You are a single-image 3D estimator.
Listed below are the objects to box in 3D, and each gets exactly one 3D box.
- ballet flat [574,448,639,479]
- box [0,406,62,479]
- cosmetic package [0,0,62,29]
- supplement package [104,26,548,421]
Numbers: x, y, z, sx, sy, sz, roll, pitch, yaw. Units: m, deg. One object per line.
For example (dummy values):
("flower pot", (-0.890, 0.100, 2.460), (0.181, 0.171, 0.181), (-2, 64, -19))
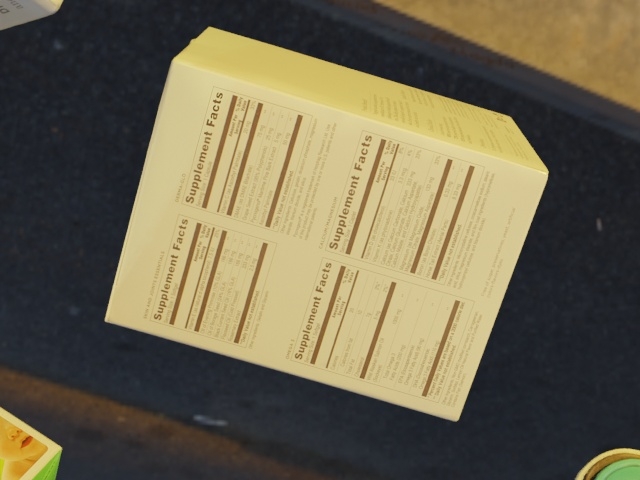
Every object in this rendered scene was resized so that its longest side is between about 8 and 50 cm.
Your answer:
("ballet flat", (0.293, 0.358, 0.907), (0.139, 0.400, 0.139), (-24, 165, -7))
("box", (-0.329, 0.178, 0.693), (0.231, 0.262, 0.127), (32, 131, 10))
("cosmetic package", (-0.232, -0.180, 0.537), (0.183, 0.151, 0.151), (-11, 155, 23))
("supplement package", (0.003, -0.022, 0.892), (0.262, 0.199, 0.198), (16, 106, -3))
